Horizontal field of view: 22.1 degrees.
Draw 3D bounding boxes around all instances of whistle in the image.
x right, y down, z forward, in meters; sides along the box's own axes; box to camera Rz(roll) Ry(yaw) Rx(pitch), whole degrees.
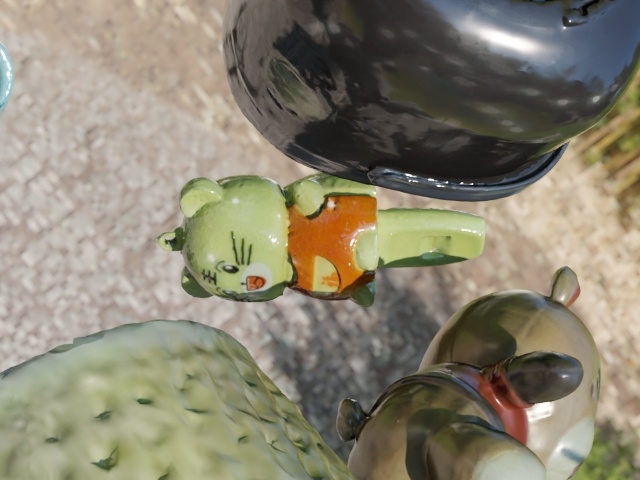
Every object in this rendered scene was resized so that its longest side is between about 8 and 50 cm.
[{"bbox_3d":[0.000,0.000,1.421,0.106,0.288,0.131,-92,-176,-47],"label":"whistle"}]

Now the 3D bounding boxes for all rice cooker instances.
[{"bbox_3d":[0.076,-0.160,1.001,0.267,0.224,0.267,7,70,-21],"label":"rice cooker"}]

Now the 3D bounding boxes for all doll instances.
[{"bbox_3d":[0.121,0.155,1.323,0.174,0.235,0.330,27,25,18],"label":"doll"}]

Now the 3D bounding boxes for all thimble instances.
[{"bbox_3d":[-0.086,0.170,0.630,0.150,0.271,0.271,48,15,24],"label":"thimble"}]

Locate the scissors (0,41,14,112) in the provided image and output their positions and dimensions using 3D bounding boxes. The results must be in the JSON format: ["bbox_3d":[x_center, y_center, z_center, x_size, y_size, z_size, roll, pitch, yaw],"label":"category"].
[{"bbox_3d":[-0.426,-0.060,1.589,0.180,0.393,0.032,19,4,-19],"label":"scissors"}]
